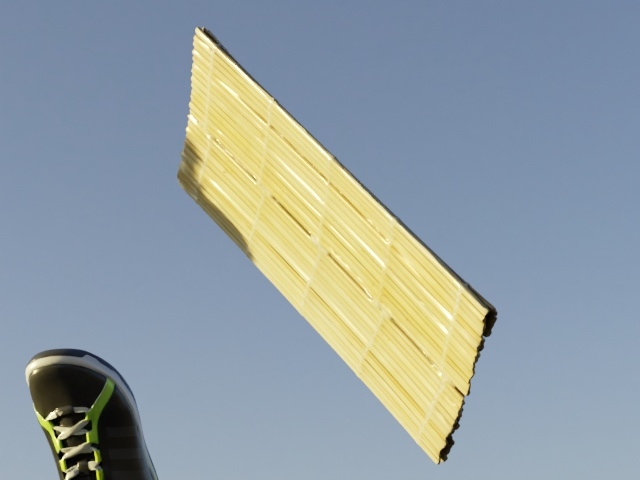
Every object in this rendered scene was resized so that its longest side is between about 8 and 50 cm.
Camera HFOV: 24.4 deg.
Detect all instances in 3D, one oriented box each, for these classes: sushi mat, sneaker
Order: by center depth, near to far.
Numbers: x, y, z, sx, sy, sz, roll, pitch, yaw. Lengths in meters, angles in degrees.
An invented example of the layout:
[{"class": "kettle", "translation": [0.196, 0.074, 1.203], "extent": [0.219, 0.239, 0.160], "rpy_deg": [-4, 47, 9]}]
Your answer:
[{"class": "sushi mat", "translation": [0.000, 0.000, 1.009], "extent": [0.019, 0.316, 0.151], "rpy_deg": [-22, -36, -33]}, {"class": "sneaker", "translation": [-0.199, 0.205, 1.348], "extent": [0.084, 0.097, 0.234], "rpy_deg": [-17, -63, 13]}]
